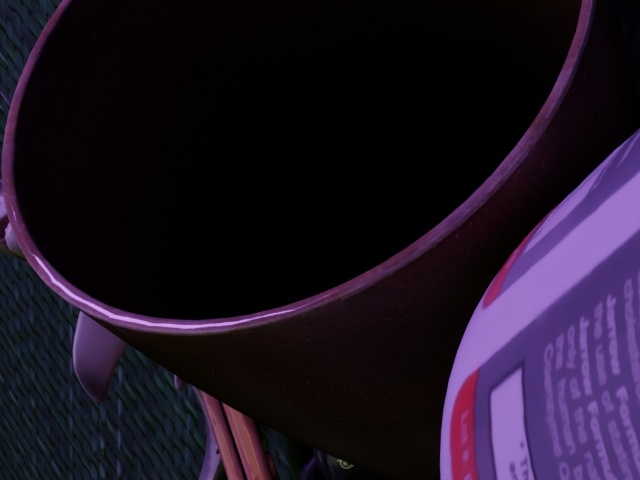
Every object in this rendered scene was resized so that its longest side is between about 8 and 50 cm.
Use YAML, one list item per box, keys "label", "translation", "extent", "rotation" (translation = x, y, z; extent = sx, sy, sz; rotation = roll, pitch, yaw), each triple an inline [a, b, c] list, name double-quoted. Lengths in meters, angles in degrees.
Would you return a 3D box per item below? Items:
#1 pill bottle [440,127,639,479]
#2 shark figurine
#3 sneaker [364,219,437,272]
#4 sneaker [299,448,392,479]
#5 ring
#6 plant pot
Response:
- label: "pill bottle"
  translation: [0.183, 0.012, 0.430]
  extent: [0.210, 0.210, 0.363]
  rotation: [68, 154, 15]
- label: "shark figurine"
  translation: [-0.090, 0.054, 1.194]
  extent: [0.116, 0.166, 0.278]
  rotation: [-100, -13, -66]
- label: "sneaker"
  translation: [0.000, 0.000, 0.935]
  extent: [0.235, 0.084, 0.097]
  rotation: [143, 119, -72]
- label: "sneaker"
  translation: [0.040, 0.092, 0.929]
  extent: [0.067, 0.078, 0.188]
  rotation: [66, 153, 17]
- label: "ring"
  translation: [-0.034, 0.096, 0.976]
  extent: [0.336, 0.032, 0.336]
  rotation: [163, 90, -84]
- label: "plant pot"
  translation: [0.036, 0.000, 0.720]
  extent: [0.215, 0.215, 0.230]
  rotation: [48, 178, 44]
